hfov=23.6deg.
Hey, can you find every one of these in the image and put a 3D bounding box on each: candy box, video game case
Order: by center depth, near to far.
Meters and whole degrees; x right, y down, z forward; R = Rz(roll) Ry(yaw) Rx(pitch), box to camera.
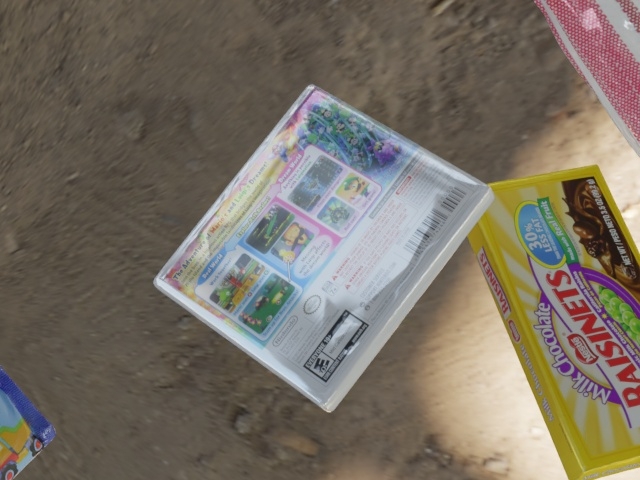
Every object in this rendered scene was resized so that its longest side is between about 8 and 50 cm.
[{"bbox_3d":[0.000,0.000,0.891,0.143,0.019,0.157,33,80,31],"label":"video game case"},{"bbox_3d":[0.169,0.049,0.978,0.105,0.027,0.206,-11,63,-19],"label":"candy box"}]

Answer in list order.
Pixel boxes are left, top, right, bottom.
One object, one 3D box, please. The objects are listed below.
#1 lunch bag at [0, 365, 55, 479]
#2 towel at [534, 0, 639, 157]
[{"bbox_3d":[-0.367,0.158,1.047,0.221,0.293,0.138,-45,115,-41],"label":"lunch bag"},{"bbox_3d":[0.182,-0.094,0.557,0.144,0.197,0.029,51,41,-20],"label":"towel"}]
